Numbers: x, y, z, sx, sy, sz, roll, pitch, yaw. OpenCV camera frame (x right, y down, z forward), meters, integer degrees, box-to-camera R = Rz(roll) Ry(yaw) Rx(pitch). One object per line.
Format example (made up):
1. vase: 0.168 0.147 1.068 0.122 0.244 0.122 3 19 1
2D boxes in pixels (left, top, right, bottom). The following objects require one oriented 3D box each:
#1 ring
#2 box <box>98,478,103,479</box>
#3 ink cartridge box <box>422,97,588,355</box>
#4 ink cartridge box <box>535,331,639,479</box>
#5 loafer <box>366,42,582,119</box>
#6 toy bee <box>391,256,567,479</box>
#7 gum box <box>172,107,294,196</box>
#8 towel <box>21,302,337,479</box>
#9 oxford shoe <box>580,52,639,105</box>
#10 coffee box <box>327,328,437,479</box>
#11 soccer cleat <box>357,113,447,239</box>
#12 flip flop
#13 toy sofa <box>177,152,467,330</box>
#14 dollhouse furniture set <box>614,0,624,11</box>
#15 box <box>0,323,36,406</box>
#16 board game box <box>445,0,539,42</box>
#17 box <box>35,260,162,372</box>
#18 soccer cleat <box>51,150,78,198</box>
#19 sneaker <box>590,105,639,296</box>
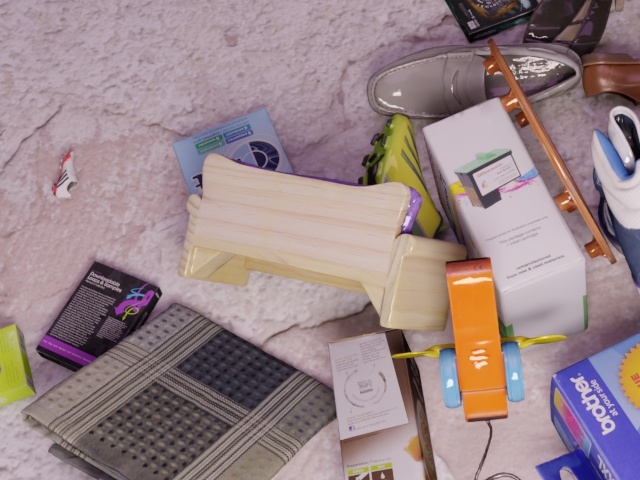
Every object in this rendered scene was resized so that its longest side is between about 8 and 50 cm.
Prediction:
1. ring: 0.295 -0.113 1.517 0.032 0.336 0.336 -30 56 13
2. box: -0.196 0.363 1.360 0.101 0.244 0.060 23 68 23
3. ink cartridge box: 0.245 -0.017 1.536 0.117 0.201 0.278 -21 57 1
4. ink cartridge box: 0.455 0.235 1.377 0.396 0.151 0.270 -27 58 -4
5. loafer: 0.227 -0.240 1.718 0.320 0.111 0.112 -10 101 6
6. toy bee: 0.181 0.157 1.387 0.195 0.162 0.298 14 102 2
7. gum box: -0.124 -0.098 1.752 0.157 0.041 0.184 -21 58 -3
8. towel: -0.171 0.225 1.486 0.312 0.056 0.324 27 36 23
9. oxford shoe: 0.494 -0.237 1.717 0.212 0.076 0.076 0 89 8
10. coffee box: 0.083 0.252 1.436 0.098 0.141 0.246 -13 58 9
11. soccer cleat: 0.123 -0.056 1.669 0.121 0.093 0.289 15 53 -16
12. flip flop: 0.398 -0.381 1.798 0.112 0.080 0.277 21 81 2
13. toy sofa: 0.000 0.000 1.524 0.363 0.150 0.177 11 89 34
14. dollhouse furniture set: 0.537 -0.402 1.694 0.212 0.242 0.161 0 59 10
15. box: -0.503 0.198 1.642 0.178 0.042 0.109 -20 57 -3
16. board game box: 0.263 -0.412 1.881 0.126 0.026 0.186 -21 57 -3
17. box: -0.317 0.117 1.665 0.116 0.029 0.162 21 66 21
18. soccer cleat: -0.394 -0.102 1.816 0.036 0.029 0.083 11 64 7
19. sneaker: 0.409 -0.084 1.463 0.130 0.236 0.322 -14 27 12
